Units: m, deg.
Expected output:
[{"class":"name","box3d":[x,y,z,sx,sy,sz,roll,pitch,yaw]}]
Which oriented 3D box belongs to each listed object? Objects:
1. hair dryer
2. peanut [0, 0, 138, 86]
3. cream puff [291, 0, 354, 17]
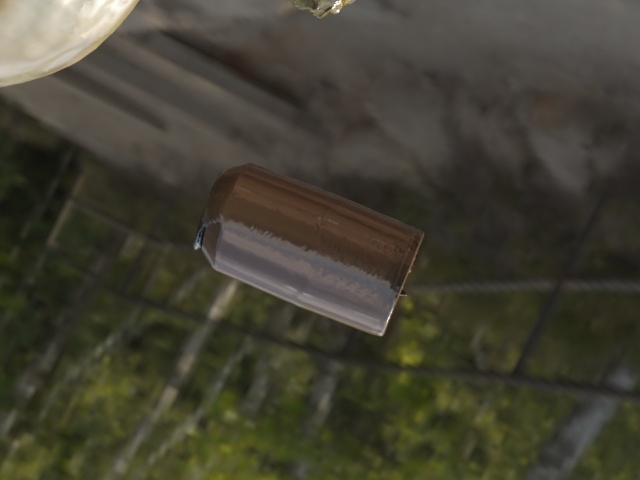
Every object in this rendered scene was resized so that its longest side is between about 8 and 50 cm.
[{"class":"hair dryer","box3d":[0.000,0.000,0.998,0.117,0.064,0.182,22,-175,5]},{"class":"peanut","box3d":[-0.116,-0.069,0.430,0.207,0.087,0.087,-17,157,30]},{"class":"cream puff","box3d":[-0.002,-0.233,1.521,0.083,0.083,0.058,-17,-152,-11]}]
